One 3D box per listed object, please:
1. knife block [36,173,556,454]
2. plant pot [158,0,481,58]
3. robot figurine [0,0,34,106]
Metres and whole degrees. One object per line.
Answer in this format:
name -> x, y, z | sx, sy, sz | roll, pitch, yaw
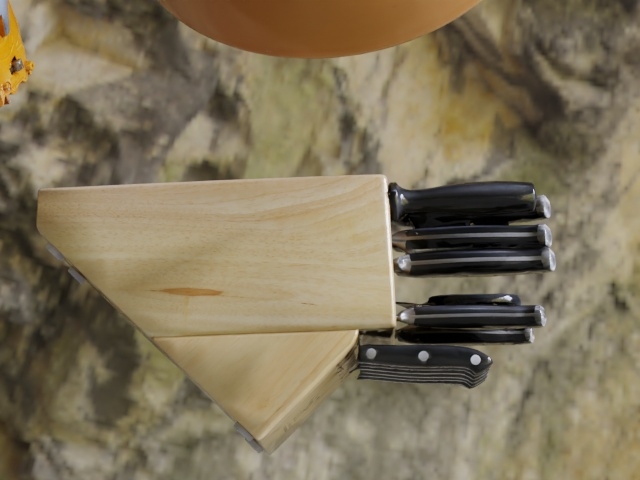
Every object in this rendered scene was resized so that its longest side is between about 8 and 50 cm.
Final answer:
knife block -> 0.000, 0.000, 0.910 | 0.276, 0.242, 0.088 | 42, -10, 11
plant pot -> -0.007, -0.288, 0.919 | 0.291, 0.290, 0.203 | 3, -30, 12
robot figurine -> -0.273, -0.198, 0.798 | 0.211, 0.085, 0.291 | -5, -56, 18
